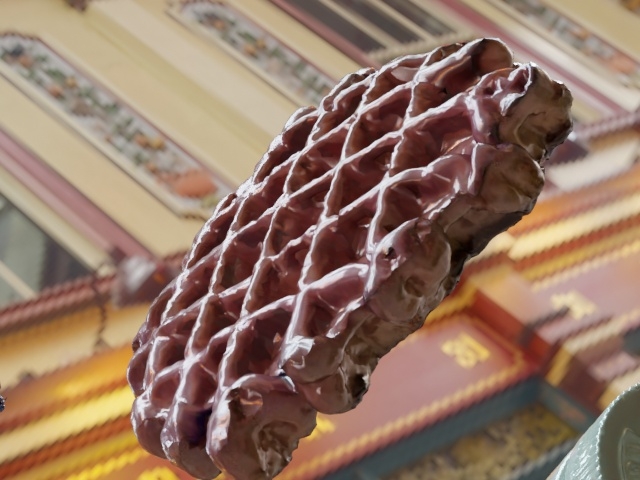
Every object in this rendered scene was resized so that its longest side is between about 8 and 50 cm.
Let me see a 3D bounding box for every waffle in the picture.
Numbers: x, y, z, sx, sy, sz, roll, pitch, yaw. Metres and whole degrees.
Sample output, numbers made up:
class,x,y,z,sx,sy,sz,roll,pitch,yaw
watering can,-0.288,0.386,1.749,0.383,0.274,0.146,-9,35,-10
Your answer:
class,x,y,z,sx,sy,sz,roll,pitch,yaw
waffle,0.000,0.000,0.728,0.055,0.234,0.221,42,-93,-16

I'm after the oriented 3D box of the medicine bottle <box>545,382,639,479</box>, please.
class,x,y,z,sx,sy,sz,roll,pitch,yaw
medicine bottle,0.201,0.240,1.243,0.158,0.158,0.318,-29,-22,-34

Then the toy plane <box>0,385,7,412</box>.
class,x,y,z,sx,sy,sz,roll,pitch,yaw
toy plane,-0.315,0.149,1.578,0.054,0.062,0.167,-46,-6,-44
